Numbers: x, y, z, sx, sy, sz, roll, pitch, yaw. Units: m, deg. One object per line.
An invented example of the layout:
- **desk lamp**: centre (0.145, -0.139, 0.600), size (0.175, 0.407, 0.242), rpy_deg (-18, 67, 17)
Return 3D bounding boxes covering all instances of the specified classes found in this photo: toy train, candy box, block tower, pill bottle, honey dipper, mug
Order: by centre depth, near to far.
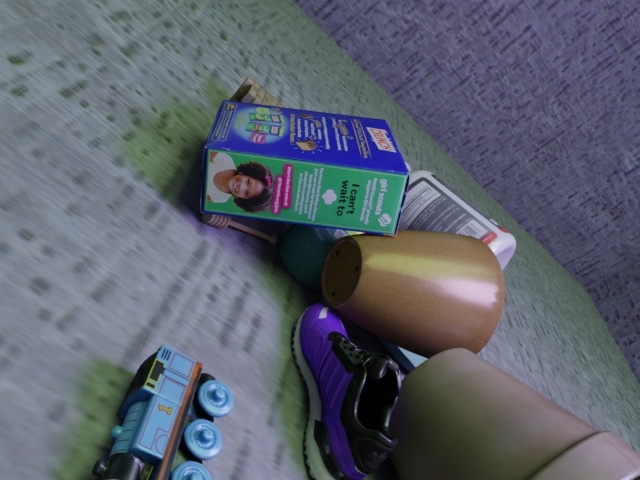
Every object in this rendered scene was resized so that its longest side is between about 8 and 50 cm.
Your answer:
- **toy train**: centre (-0.156, 0.198, 0.548), size (0.105, 0.080, 0.184), rpy_deg (30, 32, -16)
- **honey dipper**: centre (-0.132, -0.021, 0.937), size (0.160, 0.030, 0.031), rpy_deg (23, 35, -48)
- **candy box**: centre (-0.028, -0.135, 0.947), size (0.316, 0.122, 0.268), rpy_deg (5, 29, -5)
- **mug**: centre (-0.004, 0.001, 1.021), size (0.129, 0.097, 0.158), rpy_deg (18, 40, -47)
- **block tower**: centre (-0.063, -0.213, 1.229), size (0.335, 0.091, 0.097), rpy_deg (39, 27, -19)
- **pill bottle**: centre (0.252, -0.034, 1.284), size (0.363, 0.210, 0.210), rpy_deg (45, 22, 27)

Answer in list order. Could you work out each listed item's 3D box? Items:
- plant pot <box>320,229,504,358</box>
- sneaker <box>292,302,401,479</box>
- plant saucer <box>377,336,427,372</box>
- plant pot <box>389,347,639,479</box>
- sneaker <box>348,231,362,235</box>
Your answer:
- **plant pot**: centre (0.138, 0.079, 0.936), size (0.254, 0.237, 0.237), rpy_deg (15, 40, -31)
- **sneaker**: centre (0.049, 0.194, 0.789), size (0.102, 0.146, 0.294), rpy_deg (31, 32, -33)
- **plant saucer**: centre (0.189, 0.172, 1.157), size (0.317, 0.043, 0.318), rpy_deg (37, 28, -23)
- **plant pot**: centre (0.236, 0.318, 0.784), size (0.323, 0.323, 0.280), rpy_deg (17, 24, -47)
- **sneaker**: centre (0.054, -0.039, 1.163), size (0.094, 0.081, 0.209), rpy_deg (-7, 67, -30)
